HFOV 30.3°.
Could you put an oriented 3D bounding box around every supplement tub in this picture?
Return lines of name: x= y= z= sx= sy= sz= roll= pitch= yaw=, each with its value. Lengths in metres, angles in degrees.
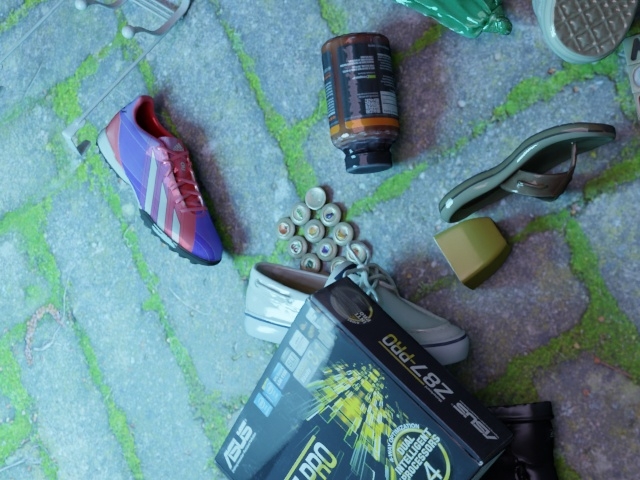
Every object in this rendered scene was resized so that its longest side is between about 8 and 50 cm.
supplement tub: x=0.061 y=-0.200 z=1.747 sx=0.106 sy=0.106 sz=0.198 roll=-9 pitch=83 yaw=27

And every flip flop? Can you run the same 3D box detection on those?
flip flop: x=0.286 y=-0.081 z=1.619 sx=0.277 sy=0.112 sz=0.080 roll=-31 pitch=69 yaw=27

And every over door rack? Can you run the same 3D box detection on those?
over door rack: x=-0.400 y=-0.335 z=1.953 sx=0.239 sy=0.108 sz=0.324 roll=33 pitch=84 yaw=26

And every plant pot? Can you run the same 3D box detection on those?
plant pot: x=0.221 y=0.011 z=1.669 sx=0.083 sy=0.081 sz=0.081 roll=-34 pitch=72 yaw=9

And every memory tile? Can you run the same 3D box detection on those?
memory tile: x=0.000 y=0.000 z=1.820 sx=0.113 sy=0.012 sz=0.148 roll=-42 pitch=69 yaw=19

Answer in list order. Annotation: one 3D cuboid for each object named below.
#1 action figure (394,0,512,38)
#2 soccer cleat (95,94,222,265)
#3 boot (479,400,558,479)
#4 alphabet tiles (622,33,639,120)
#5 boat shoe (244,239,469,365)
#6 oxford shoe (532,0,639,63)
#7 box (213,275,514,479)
action figure: x=0.187 y=-0.361 z=1.713 sx=0.232 sy=0.063 sz=0.137 roll=41 pitch=104 yaw=27
soccer cleat: x=-0.244 y=-0.096 z=1.901 sx=0.116 sy=0.108 sz=0.318 roll=-48 pitch=64 yaw=21
boot: x=0.218 y=0.335 z=1.640 sx=0.246 sy=0.094 sz=0.207 roll=-8 pitch=80 yaw=21
alphabet tiles: x=0.526 y=-0.243 z=1.560 sx=0.237 sy=0.009 sz=0.198 roll=-13 pitch=81 yaw=26
boat shoe: x=0.048 y=0.081 z=1.720 sx=0.367 sy=0.136 sz=0.156 roll=10 pitch=105 yaw=35
oxford shoe: x=0.394 y=-0.449 z=1.574 sx=0.169 sy=0.130 sz=0.449 roll=20 pitch=92 yaw=-5
box: x=0.044 y=0.292 z=1.647 sx=0.318 sy=0.097 sz=0.395 roll=46 pitch=131 yaw=18
